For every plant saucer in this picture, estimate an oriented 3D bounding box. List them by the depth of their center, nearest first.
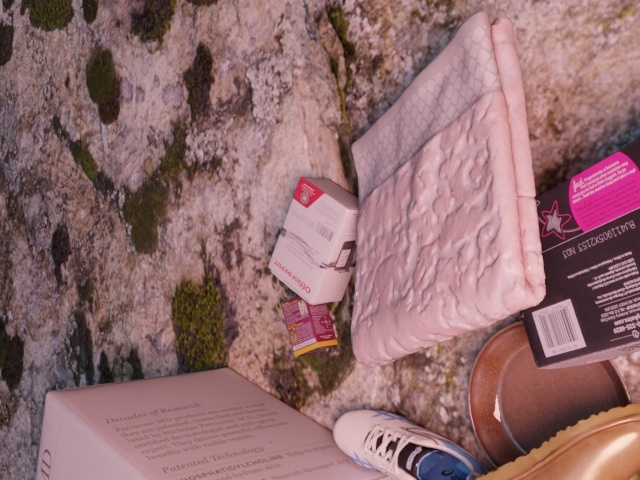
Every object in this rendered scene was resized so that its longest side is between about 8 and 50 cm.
[{"bbox_3d":[0.257,0.186,0.847,0.198,0.036,0.199,-1,88,45],"label":"plant saucer"}]

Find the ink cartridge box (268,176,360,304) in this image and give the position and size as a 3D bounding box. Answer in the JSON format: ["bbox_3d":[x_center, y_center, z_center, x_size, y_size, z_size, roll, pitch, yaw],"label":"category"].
[{"bbox_3d":[0.000,0.000,1.083,0.109,0.063,0.151,37,115,38],"label":"ink cartridge box"}]

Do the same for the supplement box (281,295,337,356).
[{"bbox_3d":[-0.017,0.122,1.113,0.055,0.043,0.083,-27,72,41],"label":"supplement box"}]

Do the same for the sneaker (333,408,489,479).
[{"bbox_3d":[0.108,0.266,0.948,0.237,0.086,0.085,17,69,39],"label":"sneaker"}]

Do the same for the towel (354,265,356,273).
[{"bbox_3d":[0.111,0.035,0.999,0.148,0.027,0.110,43,117,37],"label":"towel"}]

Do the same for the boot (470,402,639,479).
[{"bbox_3d":[0.268,0.316,0.689,0.236,0.089,0.270,-38,49,23],"label":"boot"}]

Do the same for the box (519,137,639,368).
[{"bbox_3d":[0.303,0.010,0.687,0.247,0.142,0.163,-39,62,60],"label":"box"}]

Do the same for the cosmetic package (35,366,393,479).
[{"bbox_3d":[-0.168,0.413,1.063,0.393,0.327,0.330,19,103,44],"label":"cosmetic package"}]

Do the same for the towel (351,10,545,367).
[{"bbox_3d":[0.118,-0.039,0.855,0.332,0.053,0.317,140,133,-60],"label":"towel"}]
